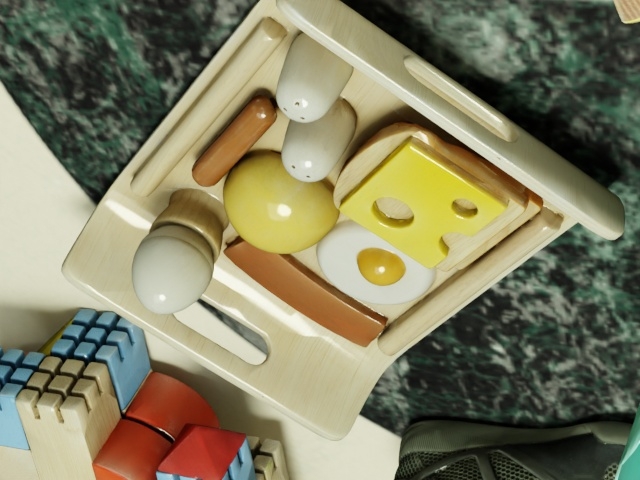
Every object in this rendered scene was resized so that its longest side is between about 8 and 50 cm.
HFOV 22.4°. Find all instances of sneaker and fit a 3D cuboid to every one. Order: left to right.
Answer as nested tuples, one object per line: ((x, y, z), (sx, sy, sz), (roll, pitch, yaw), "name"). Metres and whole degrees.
((0.145, 0.185, 1.050), (0.228, 0.130, 0.087), (-2, 138, 26), "sneaker")

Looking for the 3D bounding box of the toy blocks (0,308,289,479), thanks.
((-0.174, 0.166, 1.175), (0.381, 0.190, 0.261), (7, 128, 20), "toy blocks")

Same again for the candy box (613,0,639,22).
((0.238, -0.193, 0.583), (0.316, 0.087, 0.183), (-5, 133, 31), "candy box")

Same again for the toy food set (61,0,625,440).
((0.000, 0.000, 0.930), (0.220, 0.092, 0.306), (33, 142, -12), "toy food set")

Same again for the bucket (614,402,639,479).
((0.291, 0.082, 0.808), (0.281, 0.183, 0.281), (14, 141, 12), "bucket")
